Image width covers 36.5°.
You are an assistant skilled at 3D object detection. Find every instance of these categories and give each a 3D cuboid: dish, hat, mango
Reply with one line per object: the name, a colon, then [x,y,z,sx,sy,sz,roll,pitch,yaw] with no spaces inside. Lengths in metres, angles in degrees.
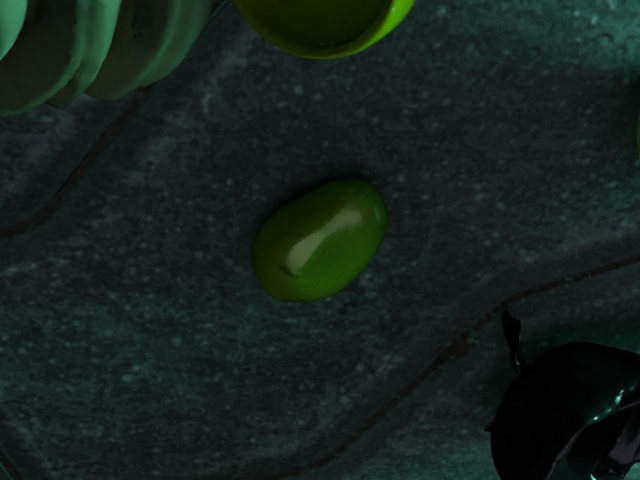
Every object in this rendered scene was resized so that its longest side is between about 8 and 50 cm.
dish: [0.028,-0.292,0.839,0.108,0.221,0.262,-12,124,-47]
hat: [0.325,0.181,1.174,0.336,0.209,0.238,-35,141,-4]
mango: [0.003,0.005,1.053,0.163,0.089,0.117,-27,121,11]

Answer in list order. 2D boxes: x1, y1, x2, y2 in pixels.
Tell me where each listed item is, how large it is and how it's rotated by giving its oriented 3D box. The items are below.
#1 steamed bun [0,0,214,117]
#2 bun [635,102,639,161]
steamed bun: [-0.250,-0.254,0.777,0.352,0.247,0.339,37,111,-19]
bun: [0.422,-0.083,0.956,0.231,0.231,0.133,33,149,-23]
